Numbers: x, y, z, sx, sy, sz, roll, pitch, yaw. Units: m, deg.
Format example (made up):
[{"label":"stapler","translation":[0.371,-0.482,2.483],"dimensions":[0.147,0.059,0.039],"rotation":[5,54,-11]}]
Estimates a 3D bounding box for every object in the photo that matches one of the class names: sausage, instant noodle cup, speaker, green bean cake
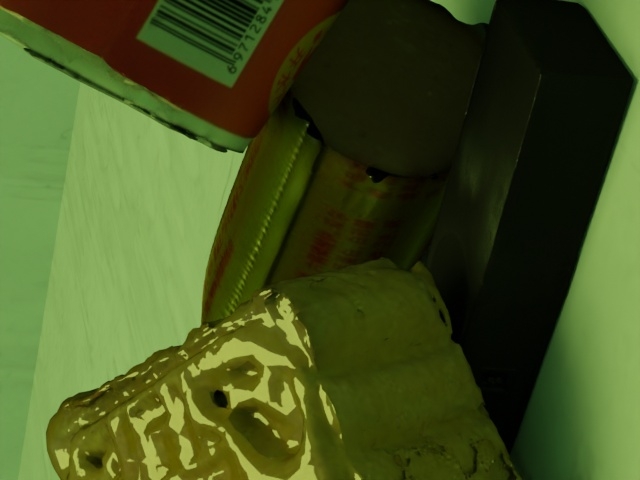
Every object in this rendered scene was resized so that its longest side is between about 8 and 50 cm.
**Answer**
[{"label":"sausage","translation":[-0.001,0.002,1.077],"dimensions":[0.125,0.117,0.317],"rotation":[-58,-5,-38]},{"label":"instant noodle cup","translation":[-0.054,-0.225,0.894],"dimensions":[0.308,0.294,0.294],"rotation":[-60,20,6]},{"label":"speaker","translation":[0.087,-0.002,0.905],"dimensions":[0.082,0.044,0.218],"rotation":[-109,28,-54]},{"label":"green bean cake","translation":[-0.013,0.142,0.891],"dimensions":[0.230,0.131,0.224],"rotation":[-33,73,42]}]
